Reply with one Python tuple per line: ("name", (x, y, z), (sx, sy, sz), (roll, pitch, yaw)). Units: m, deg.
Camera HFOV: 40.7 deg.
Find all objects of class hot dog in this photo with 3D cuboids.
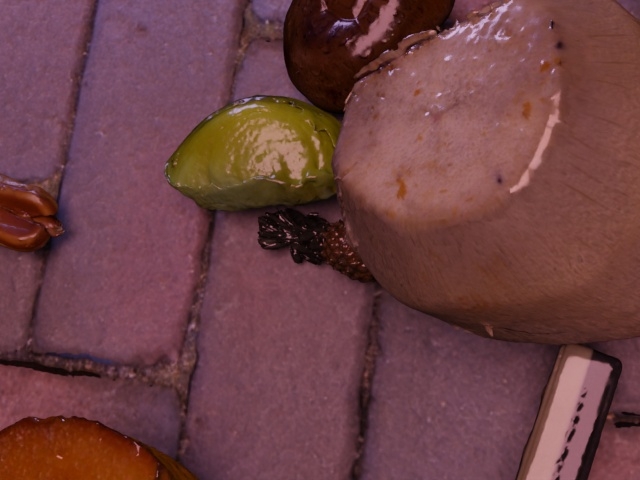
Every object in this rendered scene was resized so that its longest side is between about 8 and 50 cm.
("hot dog", (-0.426, -0.043, 1.112), (0.235, 0.062, 0.092), (19, 82, 19))

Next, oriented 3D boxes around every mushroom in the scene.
("mushroom", (0.045, -0.265, 1.014), (0.194, 0.138, 0.231), (28, 85, 18))

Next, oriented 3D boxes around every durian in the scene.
("durian", (-0.061, -0.099, 1.020), (0.250, 0.101, 0.139), (-6, 77, 9))

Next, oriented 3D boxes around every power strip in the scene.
("power strip", (0.232, 0.233, 0.871), (0.070, 0.105, 0.257), (17, 82, 17))

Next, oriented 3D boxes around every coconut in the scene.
("coconut", (0.206, -0.062, 0.838), (0.346, 0.360, 0.346), (-18, 61, 37))

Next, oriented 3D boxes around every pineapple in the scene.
("pineapple", (0.000, 0.000, 1.003), (0.159, 0.074, 0.074), (15, 81, 23))

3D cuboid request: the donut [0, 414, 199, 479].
("donut", (-0.298, 0.403, 0.925), (0.377, 0.163, 0.435), (6, 79, 20))
